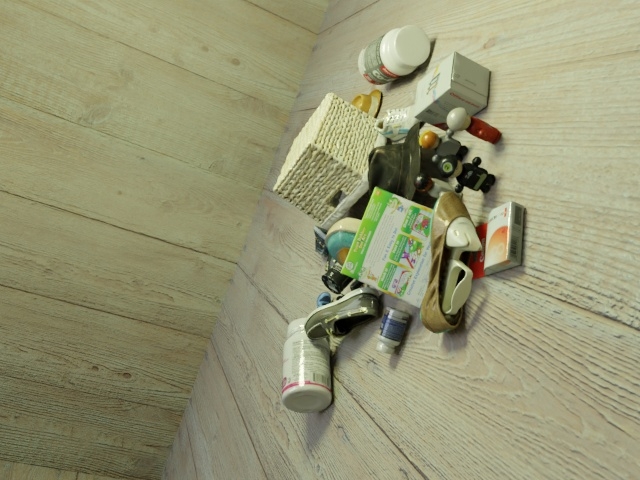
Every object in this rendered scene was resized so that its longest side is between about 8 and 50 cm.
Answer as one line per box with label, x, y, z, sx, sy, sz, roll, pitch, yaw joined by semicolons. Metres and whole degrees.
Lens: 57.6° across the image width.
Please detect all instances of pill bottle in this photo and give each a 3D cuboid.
pill bottle;0.194;0.246;1.587;0.120;0.067;0.067;-71;20;0
pill bottle;-0.046;0.409;1.931;0.160;0.160;0.283;-54;26;39
pill bottle;0.260;-0.659;2.076;0.283;0.161;0.161;11;83;70

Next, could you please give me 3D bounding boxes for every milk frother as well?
milk frother;0.093;0.132;1.923;0.135;0.129;0.143;-42;-25;-24

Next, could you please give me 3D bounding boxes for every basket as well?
basket;0.037;-0.282;2.085;0.328;0.266;0.331;-46;20;47

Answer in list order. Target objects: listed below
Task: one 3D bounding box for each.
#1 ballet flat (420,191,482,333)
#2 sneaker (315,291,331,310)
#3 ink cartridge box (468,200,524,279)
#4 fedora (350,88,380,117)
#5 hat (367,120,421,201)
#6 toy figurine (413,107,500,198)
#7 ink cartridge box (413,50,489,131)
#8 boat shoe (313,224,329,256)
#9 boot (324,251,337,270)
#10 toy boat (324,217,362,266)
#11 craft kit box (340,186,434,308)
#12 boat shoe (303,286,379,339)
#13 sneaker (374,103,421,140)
ballet flat;0.314;0.053;1.370;0.124;0.116;0.342;3;80;65
sneaker;0.008;0.254;2.087;0.059;0.053;0.144;-123;46;-66
ink cartridge box;0.387;0.004;1.336;0.179;0.045;0.145;-29;45;59
fedora;0.167;-0.528;2.321;0.194;0.079;0.194;-53;26;41
hat;0.204;-0.209;1.741;0.331;0.134;0.331;-169;90;-88
toy figurine;0.339;-0.212;1.496;0.209;0.148;0.213;-23;52;64
ink cartridge box;0.366;-0.412;1.630;0.176;0.128;0.127;-29;46;60
boat shoe;0.000;0.000;2.307;0.083;0.065;0.183;-66;22;10
boot;0.085;0.026;2.043;0.236;0.085;0.178;160;124;-73
toy boat;0.165;0.036;1.654;0.318;0.267;0.148;-5;59;34
craft kit box;0.210;0.020;1.516;0.249;0.247;0.061;-68;-14;7
boat shoe;0.060;0.248;1.815;0.305;0.109;0.091;-34;44;34
sneaker;0.264;-0.398;1.936;0.229;0.092;0.087;-25;48;62
